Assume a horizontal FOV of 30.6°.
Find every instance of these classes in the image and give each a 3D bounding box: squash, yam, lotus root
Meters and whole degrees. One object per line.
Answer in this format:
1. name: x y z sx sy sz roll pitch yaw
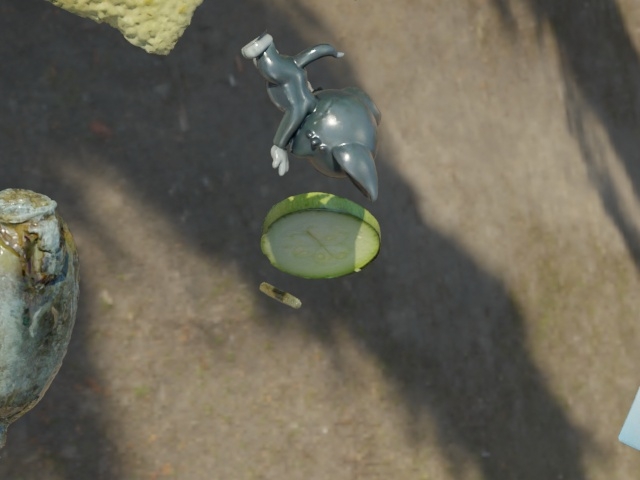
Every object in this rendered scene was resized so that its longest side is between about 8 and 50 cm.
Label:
1. squash: 0.000 -0.004 2.115 0.219 0.219 0.041 46 34 -44
2. yam: -0.072 0.100 2.123 0.021 0.116 0.021 -14 114 -34
3. lotus root: -0.390 0.096 1.425 0.175 0.175 0.350 -14 125 -59

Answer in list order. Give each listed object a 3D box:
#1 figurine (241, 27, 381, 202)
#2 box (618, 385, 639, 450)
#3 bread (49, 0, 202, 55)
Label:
1. figurine: -0.007 -0.197 1.633 0.193 0.140 0.265 -82 153 -53
2. box: 0.418 0.174 1.101 0.083 0.232 0.143 23 90 -53
3. bread: -0.325 -0.443 1.668 0.375 0.165 0.237 24 106 -33
